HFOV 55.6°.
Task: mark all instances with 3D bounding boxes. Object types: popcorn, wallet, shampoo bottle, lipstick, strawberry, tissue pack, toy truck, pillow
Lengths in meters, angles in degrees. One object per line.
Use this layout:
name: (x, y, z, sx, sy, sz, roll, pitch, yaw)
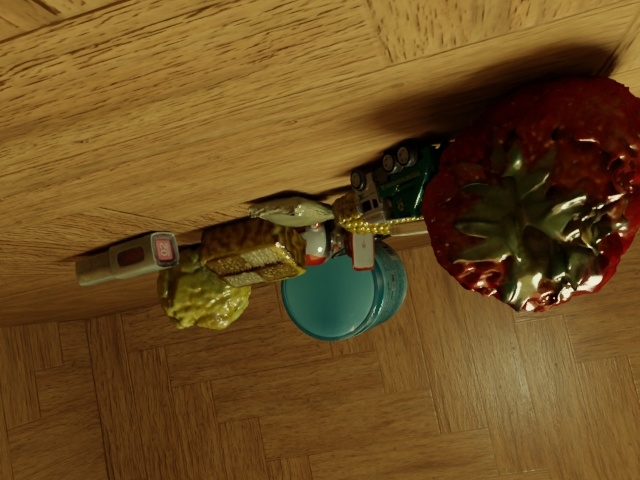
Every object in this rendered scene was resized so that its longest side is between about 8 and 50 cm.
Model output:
popcorn: (-0.306, 0.120, 1.603, 0.249, 0.250, 0.225, -10, -173, -12)
wallet: (0.207, -0.035, 1.664, 0.322, 0.041, 0.247, -29, 172, 29)
shampoo bottle: (0.092, 0.145, 2.011, 0.331, 0.332, 0.342, -14, 175, 24)
lipstick: (-0.429, 0.045, 1.329, 0.252, 0.079, 0.077, -13, 175, 30)
strawberry: (0.308, -0.073, 0.830, 0.312, 0.267, 0.351, -48, 172, 24)
tissue pack: (0.166, -0.023, 0.994, 0.056, 0.023, 0.108, -9, 180, -28)
toy truck: (0.145, -0.087, 1.005, 0.110, 0.116, 0.216, -8, 173, -33)
pillow: (-0.047, -0.056, 1.215, 0.119, 0.053, 0.208, -10, 175, 22)

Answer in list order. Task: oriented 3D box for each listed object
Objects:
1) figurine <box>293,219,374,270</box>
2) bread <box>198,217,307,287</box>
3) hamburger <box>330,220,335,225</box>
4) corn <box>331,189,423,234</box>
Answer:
figurine: (0.000, 0.000, 1.483, 0.226, 0.160, 0.183, -4, 176, 20)
bread: (-0.150, 0.030, 1.371, 0.222, 0.096, 0.181, -12, 144, 19)
hamburger: (0.021, -0.010, 1.641, 0.141, 0.082, 0.126, -30, 169, 31)
corn: (0.183, -0.072, 1.224, 0.321, 0.119, 0.119, -8, 173, -4)
